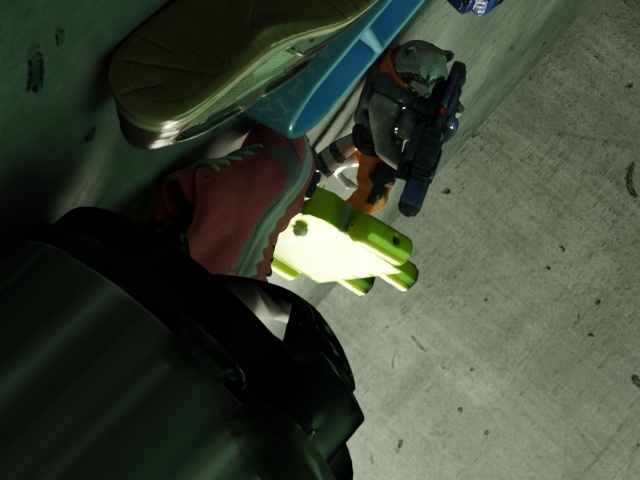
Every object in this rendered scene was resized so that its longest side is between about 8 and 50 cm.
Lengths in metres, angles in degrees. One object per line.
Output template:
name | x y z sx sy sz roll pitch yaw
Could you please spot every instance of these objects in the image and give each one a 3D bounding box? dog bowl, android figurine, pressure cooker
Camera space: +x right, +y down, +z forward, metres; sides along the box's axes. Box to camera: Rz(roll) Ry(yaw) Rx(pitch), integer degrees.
dog bowl | 0.030 -0.227 1.210 0.297 0.074 0.166 -49 173 5
android figurine | 0.000 0.000 1.576 0.248 0.273 0.056 -7 -120 44
pressure cooker | -0.178 0.180 0.957 0.420 0.370 0.375 -46 163 -26

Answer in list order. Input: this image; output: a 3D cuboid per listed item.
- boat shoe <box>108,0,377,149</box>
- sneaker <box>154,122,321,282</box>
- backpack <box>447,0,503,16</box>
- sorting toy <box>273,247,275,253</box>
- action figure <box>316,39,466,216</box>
boat shoe | -0.053 -0.170 0.954 0.285 0.103 0.092 -41 175 -25
sneaker | -0.097 -0.048 1.246 0.116 0.136 0.314 -23 -146 37
backpack | 0.206 -0.351 1.501 0.101 0.098 0.120 -41 170 -27
sorting toy | -0.115 0.055 1.396 0.229 0.041 0.307 -43 -161 28
action figure | 0.080 -0.131 1.638 0.330 0.178 0.341 -61 -177 35
